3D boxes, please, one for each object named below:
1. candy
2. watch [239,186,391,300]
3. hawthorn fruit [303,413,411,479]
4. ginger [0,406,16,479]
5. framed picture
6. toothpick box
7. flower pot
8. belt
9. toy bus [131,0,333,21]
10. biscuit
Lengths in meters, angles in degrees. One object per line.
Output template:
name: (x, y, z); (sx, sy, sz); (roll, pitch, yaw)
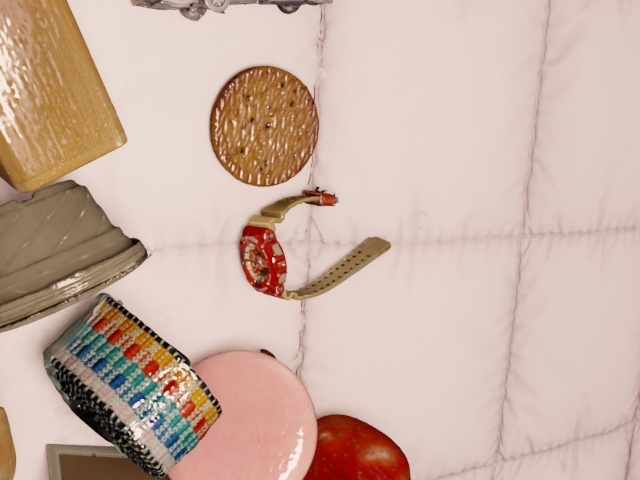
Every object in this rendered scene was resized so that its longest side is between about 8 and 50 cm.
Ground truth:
candy: (-0.121, 0.284, 1.199); (0.255, 0.094, 0.256); (0, 74, 0)
watch: (-0.007, -0.002, 1.282); (0.268, 0.102, 0.165); (-30, 115, -32)
hawthorn fruit: (0.052, 0.427, 1.284); (0.254, 0.300, 0.254); (-9, 106, -33)
ginger: (-0.499, 0.330, 1.015); (0.152, 0.138, 0.267); (40, 65, -21)
framed picture: (-0.263, 0.415, 1.109); (0.232, 0.296, 0.019); (14, 121, -33)
toothpick box: (-0.374, -0.233, 0.935); (0.187, 0.190, 0.308); (-33, 121, -24)
flower pot: (-0.344, 0.009, 0.992); (0.235, 0.235, 0.141); (-25, 100, -25)
belt: (-0.258, 0.198, 1.067); (0.150, 0.257, 0.207); (-43, 140, -26)
toy bus: (-0.104, -0.391, 1.118); (0.342, 0.097, 0.138); (-15, 102, -28)
biscuit: (-0.085, -0.176, 1.218); (0.187, 0.027, 0.188); (-7, 104, -30)
